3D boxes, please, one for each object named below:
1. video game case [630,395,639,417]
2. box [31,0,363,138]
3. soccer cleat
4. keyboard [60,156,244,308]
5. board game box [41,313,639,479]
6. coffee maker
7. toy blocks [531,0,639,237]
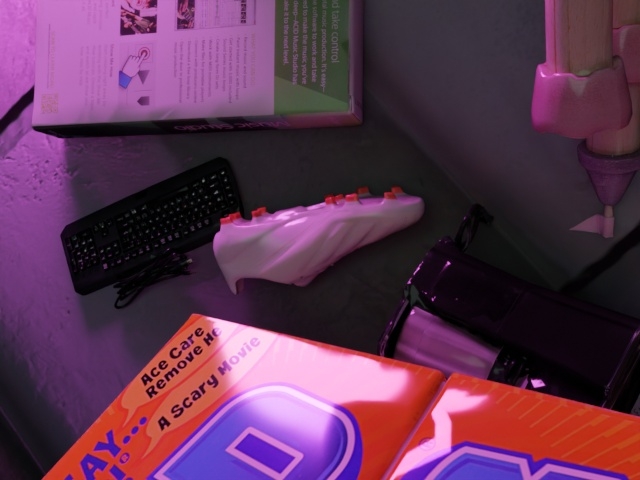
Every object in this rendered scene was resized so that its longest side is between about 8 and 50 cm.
[{"bbox_3d":[0.350,0.226,0.667,0.328,0.036,0.300,-26,80,12],"label":"video game case"},{"bbox_3d":[-0.117,-0.219,0.820,0.321,0.058,0.233,0,86,17],"label":"box"},{"bbox_3d":[0.000,0.000,0.771,0.196,0.068,0.076,-10,98,16],"label":"soccer cleat"},{"bbox_3d":[-0.162,-0.003,0.826,0.192,0.038,0.100,-23,81,14],"label":"keyboard"},{"bbox_3d":[0.022,0.307,0.416,0.356,0.356,0.356,9,133,36],"label":"board game box"},{"bbox_3d":[0.158,0.072,0.671,0.178,0.120,0.171,22,91,29],"label":"coffee maker"},{"bbox_3d":[0.329,-0.118,0.630,0.288,0.309,0.260,5,121,27],"label":"toy blocks"}]
